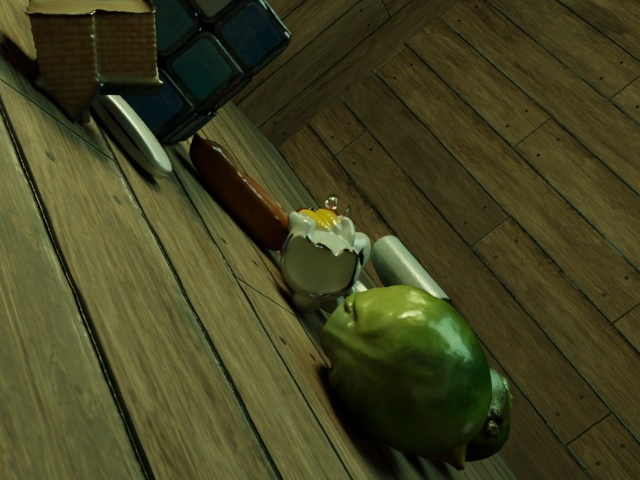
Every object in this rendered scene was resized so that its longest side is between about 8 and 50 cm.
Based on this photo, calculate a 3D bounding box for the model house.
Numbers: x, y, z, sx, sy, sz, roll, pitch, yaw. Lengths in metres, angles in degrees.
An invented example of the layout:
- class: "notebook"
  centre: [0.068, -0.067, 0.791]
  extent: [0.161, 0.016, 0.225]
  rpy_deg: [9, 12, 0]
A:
- class: "model house"
  centre: [-0.337, -0.273, 1.043]
  extent: [0.166, 0.182, 0.172]
  rpy_deg: [-124, -148, -58]

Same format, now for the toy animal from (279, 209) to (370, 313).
- class: "toy animal"
  centre: [0.022, 0.051, 1.544]
  extent: [0.310, 0.182, 0.247]
  rpy_deg: [4, 82, -81]

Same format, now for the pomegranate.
- class: "pomegranate"
  centre: [0.317, 0.398, 1.690]
  extent: [0.340, 0.260, 0.260]
  rpy_deg: [3, -39, 54]

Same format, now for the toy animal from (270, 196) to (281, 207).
- class: "toy animal"
  centre: [-0.129, -0.056, 1.714]
  extent: [0.150, 0.083, 0.089]
  rpy_deg: [55, 9, 24]

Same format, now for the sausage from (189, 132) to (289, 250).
- class: "sausage"
  centre: [-0.178, -0.101, 1.564]
  extent: [0.348, 0.094, 0.097]
  rpy_deg: [47, -4, -25]

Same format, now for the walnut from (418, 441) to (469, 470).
- class: "walnut"
  centre: [0.225, 0.335, 1.474]
  extent: [0.209, 0.209, 0.336]
  rpy_deg: [44, 14, -54]

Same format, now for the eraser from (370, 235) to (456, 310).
- class: "eraser"
  centre: [0.200, 0.112, 1.456]
  extent: [0.227, 0.081, 0.174]
  rpy_deg: [56, -8, 48]

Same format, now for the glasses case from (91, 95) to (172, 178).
- class: "glasses case"
  centre: [-0.321, -0.186, 1.162]
  extent: [0.197, 0.049, 0.076]
  rpy_deg: [51, 6, 1]

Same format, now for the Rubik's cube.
- class: "Rubik's cube"
  centre: [-0.292, -0.432, 1.420]
  extent: [0.362, 0.359, 0.363]
  rpy_deg: [49, 7, -8]

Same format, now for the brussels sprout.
- class: "brussels sprout"
  centre: [0.144, 0.234, 1.236]
  extent: [0.344, 0.268, 0.344]
  rpy_deg: [38, -27, 23]

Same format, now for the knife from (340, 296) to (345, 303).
- class: "knife"
  centre: [0.058, 0.193, 1.850]
  extent: [0.266, 0.040, 0.073]
  rpy_deg: [53, 17, 15]

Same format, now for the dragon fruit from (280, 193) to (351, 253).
- class: "dragon fruit"
  centre: [0.000, 0.000, 1.795]
  extent: [0.274, 0.192, 0.193]
  rpy_deg: [-77, 156, -57]
